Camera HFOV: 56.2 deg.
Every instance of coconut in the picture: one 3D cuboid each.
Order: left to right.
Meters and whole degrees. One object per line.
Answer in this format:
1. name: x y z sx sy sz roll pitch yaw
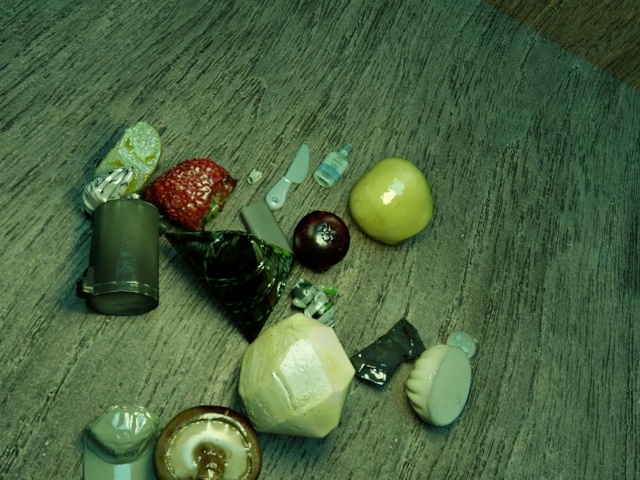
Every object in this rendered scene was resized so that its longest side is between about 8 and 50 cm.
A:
1. coconut: -0.068 0.401 1.715 0.352 0.352 0.352 8 63 -16

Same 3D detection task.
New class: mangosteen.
1. mangosteen: 0.000 0.000 1.997 0.210 0.210 0.210 8 63 -16

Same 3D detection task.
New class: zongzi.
1. zongzi: -0.287 0.073 1.825 0.362 0.383 0.319 13 63 28

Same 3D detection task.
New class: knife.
1. knife: -0.101 -0.231 2.176 0.080 0.044 0.331 32 55 -1

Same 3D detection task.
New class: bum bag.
1. bum bag: 0.230 0.369 1.967 0.310 0.074 0.137 -30 65 -34

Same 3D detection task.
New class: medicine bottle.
1. medicine bottle: 0.056 -0.286 2.243 0.090 0.054 0.208 35 58 0

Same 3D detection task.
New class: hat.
1. hat: -0.516 0.569 1.581 0.214 0.149 0.245 -4 56 -21

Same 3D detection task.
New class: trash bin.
1. trash bin: -0.579 0.047 1.769 0.252 0.203 0.301 14 58 -36

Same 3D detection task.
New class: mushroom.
1. mushroom: -0.304 0.590 1.627 0.297 0.163 0.278 15 52 -12

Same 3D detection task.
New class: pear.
1. pear: 0.250 -0.132 2.102 0.309 0.309 0.309 8 63 -16

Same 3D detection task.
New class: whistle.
1. whistle: 0.442 0.375 2.053 0.220 0.057 0.107 -14 64 -20

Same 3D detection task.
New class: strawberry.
1. strawberry: -0.413 -0.161 1.905 0.257 0.261 0.261 38 59 3

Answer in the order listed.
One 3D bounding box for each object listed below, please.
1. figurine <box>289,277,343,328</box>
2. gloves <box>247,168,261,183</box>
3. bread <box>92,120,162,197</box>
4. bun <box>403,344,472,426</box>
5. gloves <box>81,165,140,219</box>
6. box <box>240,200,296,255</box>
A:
1. figurine: -0.016 0.209 1.940 0.192 0.126 0.147 53 41 -3
2. gloves: -0.238 -0.226 2.120 0.081 0.037 0.044 -35 116 -45
3. bread: -0.599 -0.250 1.928 0.158 0.260 0.156 41 16 -8
4. bun: 0.352 0.451 1.926 0.263 0.175 0.263 -7 100 -47
5. gloves: -0.639 -0.145 1.822 0.111 0.212 0.127 -24 78 -53
6. box: -0.177 -0.013 2.026 0.103 0.055 0.244 -22 73 -26
